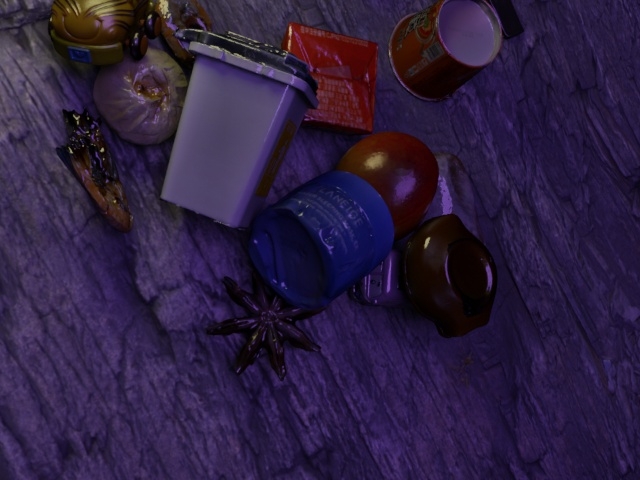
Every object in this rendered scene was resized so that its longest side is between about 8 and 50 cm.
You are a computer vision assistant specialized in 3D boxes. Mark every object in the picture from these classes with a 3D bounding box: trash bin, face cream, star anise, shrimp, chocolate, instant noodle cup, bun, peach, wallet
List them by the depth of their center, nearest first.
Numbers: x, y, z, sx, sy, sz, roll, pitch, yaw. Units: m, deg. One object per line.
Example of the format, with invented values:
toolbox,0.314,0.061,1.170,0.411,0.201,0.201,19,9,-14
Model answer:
shrimp,-0.465,-0.145,1.311,0.075,0.178,0.289,-19,91,0
trash bin,-0.195,-0.229,1.364,0.296,0.256,0.367,21,94,5
bun,-0.373,-0.316,1.384,0.223,0.127,0.222,5,78,-24
face cream,0.000,0.000,1.412,0.225,0.249,0.249,-37,100,-43
star anise,-0.118,0.173,1.465,0.288,0.088,0.288,4,73,-14
shrimp,-0.299,-0.479,1.475,0.133,0.052,0.187,-21,97,-25
peach,0.169,-0.139,1.544,0.248,0.245,0.274,43,69,-24
chocolate,0.012,-0.376,1.570,0.238,0.108,0.234,5,83,-21
instant noodle cup,0.327,-0.502,1.670,0.251,0.192,0.250,2,84,-23
chocolate,0.331,-0.083,1.683,0.185,0.100,0.303,-16,92,-28
wallet,0.527,-0.657,1.868,0.082,0.018,0.156,-31,97,-24

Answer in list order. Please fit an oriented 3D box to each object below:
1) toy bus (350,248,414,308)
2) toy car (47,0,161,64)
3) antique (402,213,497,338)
toy bus,0.184,0.092,1.571,0.203,0.142,0.141,9,81,-23
toy car,-0.438,-0.468,1.317,0.201,0.142,0.247,9,46,2
antique,0.300,0.079,1.476,0.224,0.129,0.278,-13,90,-30
